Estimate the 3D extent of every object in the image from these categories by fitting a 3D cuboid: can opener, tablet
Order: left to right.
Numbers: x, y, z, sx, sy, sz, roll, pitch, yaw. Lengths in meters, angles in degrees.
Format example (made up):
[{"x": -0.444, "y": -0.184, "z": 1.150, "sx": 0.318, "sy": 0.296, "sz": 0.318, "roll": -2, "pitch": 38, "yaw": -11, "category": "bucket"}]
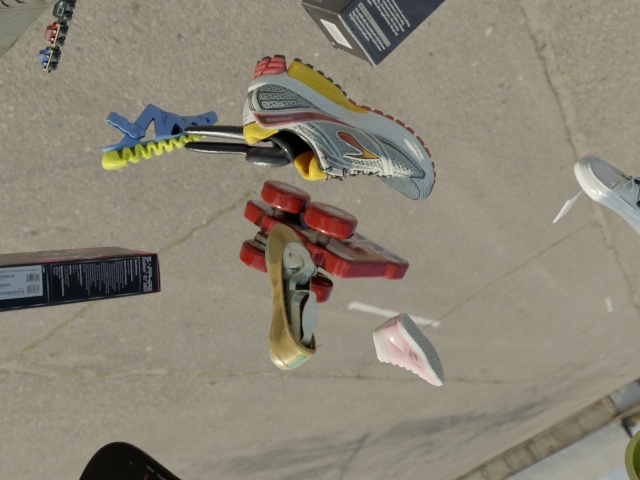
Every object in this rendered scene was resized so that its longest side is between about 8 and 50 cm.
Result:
[{"x": -0.124, "y": -0.152, "z": 0.969, "sx": 0.073, "sy": 0.186, "sz": 0.059, "roll": -32, "pitch": 133, "yaw": -74, "category": "can opener"}, {"x": 0.513, "y": -0.072, "z": 1.305, "sx": 0.054, "sy": 0.006, "sz": 0.083, "roll": -35, "pitch": 157, "yaw": -24, "category": "tablet"}]

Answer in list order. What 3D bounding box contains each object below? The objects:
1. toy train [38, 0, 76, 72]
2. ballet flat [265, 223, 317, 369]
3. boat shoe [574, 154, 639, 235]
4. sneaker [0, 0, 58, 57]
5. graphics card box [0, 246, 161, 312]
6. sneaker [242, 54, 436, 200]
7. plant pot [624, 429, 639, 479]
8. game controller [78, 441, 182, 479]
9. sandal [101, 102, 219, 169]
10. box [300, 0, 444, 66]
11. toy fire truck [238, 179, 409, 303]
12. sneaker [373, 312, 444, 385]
[{"x": -0.470, "y": -0.366, "z": 1.120, "sx": 0.036, "sy": 0.027, "sz": 0.158, "roll": 14, "pitch": 130, "yaw": -28, "category": "toy train"}, {"x": -0.033, "y": 0.071, "z": 0.918, "sx": 0.073, "sy": 0.232, "sz": 0.080, "roll": -27, "pitch": 145, "yaw": 38, "category": "ballet flat"}, {"x": 0.469, "y": -0.068, "z": 0.952, "sx": 0.066, "sy": 0.184, "sz": 0.063, "roll": -41, "pitch": 175, "yaw": -23, "category": "boat shoe"}, {"x": -0.267, "y": -0.199, "z": 0.449, "sx": 0.222, "sy": 0.118, "sz": 0.083, "roll": -21, "pitch": 178, "yaw": 24, "category": "sneaker"}, {"x": -0.541, "y": 0.072, "z": 1.269, "sx": 0.370, "sy": 0.094, "sz": 0.232, "roll": -6, "pitch": -172, "yaw": -39, "category": "graphics card box"}, {"x": 0.018, "y": -0.092, "z": 0.645, "sx": 0.225, "sy": 0.093, "sz": 0.088, "roll": 25, "pitch": 167, "yaw": -22, "category": "sneaker"}, {"x": 0.587, "y": 0.410, "z": 0.867, "sx": 0.275, "sy": 0.254, "sz": 0.276, "roll": -15, "pitch": -168, "yaw": 3, "category": "plant pot"}, {"x": -0.136, "y": 0.336, "z": 0.611, "sx": 0.067, "sy": 0.319, "sz": 0.167, "roll": 14, "pitch": 101, "yaw": -64, "category": "game controller"}, {"x": -0.412, "y": -0.286, "z": 1.601, "sx": 0.317, "sy": 0.138, "sz": 0.126, "roll": -20, "pitch": -173, "yaw": -21, "category": "sandal"}, {"x": 0.077, "y": -0.339, "z": 0.866, "sx": 0.158, "sy": 0.156, "sz": 0.093, "roll": -43, "pitch": 123, "yaw": 2, "category": "box"}, {"x": 0.000, "y": 0.000, "z": 1.265, "sx": 0.253, "sy": 0.302, "sz": 0.170, "roll": 6, "pitch": 109, "yaw": -50, "category": "toy fire truck"}, {"x": 0.128, "y": 0.170, "z": 0.943, "sx": 0.070, "sy": 0.134, "sz": 0.051, "roll": -27, "pitch": -158, "yaw": 25, "category": "sneaker"}]
